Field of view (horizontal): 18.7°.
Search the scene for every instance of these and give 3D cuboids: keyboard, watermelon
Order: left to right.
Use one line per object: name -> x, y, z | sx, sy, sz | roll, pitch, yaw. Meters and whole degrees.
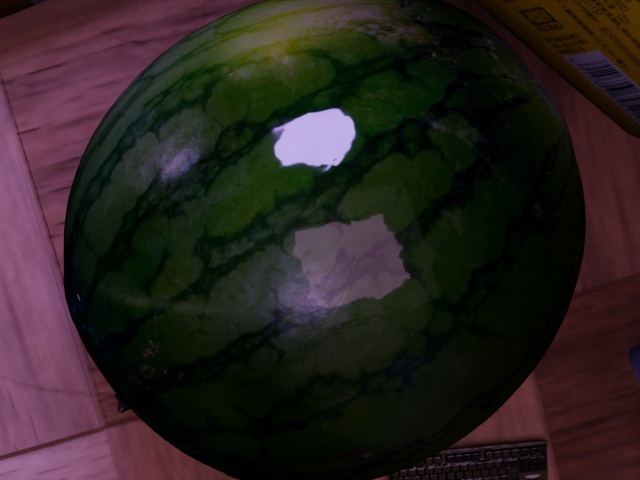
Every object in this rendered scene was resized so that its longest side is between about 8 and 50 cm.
watermelon -> 0.000, 0.000, 1.311 | 0.363, 0.363, 0.363 | -2, 103, -7
keyboard -> 0.117, 0.186, 1.534 | 0.129, 0.015, 0.049 | -4, 104, -6

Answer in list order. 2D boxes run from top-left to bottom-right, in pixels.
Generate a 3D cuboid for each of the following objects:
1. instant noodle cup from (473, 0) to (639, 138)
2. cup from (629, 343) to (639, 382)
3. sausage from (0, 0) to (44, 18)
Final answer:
instant noodle cup -> 0.229, -0.235, 1.312 | 0.325, 0.325, 0.254 | -44, 112, 4
cup -> 0.412, 0.131, 1.453 | 0.257, 0.227, 0.301 | -32, 140, 11
sausage -> -0.137, -0.232, 1.378 | 0.372, 0.082, 0.082 | -24, 105, 0
